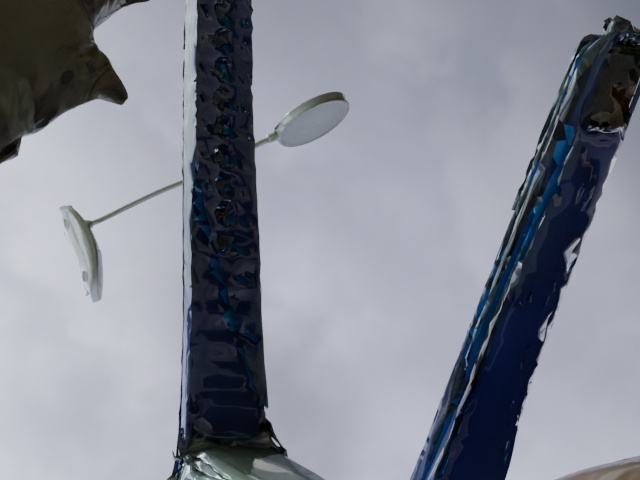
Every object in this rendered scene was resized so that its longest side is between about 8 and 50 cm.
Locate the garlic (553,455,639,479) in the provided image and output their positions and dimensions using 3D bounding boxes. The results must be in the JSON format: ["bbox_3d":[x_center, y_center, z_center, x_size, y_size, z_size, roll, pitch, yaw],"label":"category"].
[{"bbox_3d":[0.166,0.133,0.738,0.112,0.318,0.143,64,177,-27],"label":"garlic"}]

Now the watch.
[{"bbox_3d":[-0.009,0.002,0.760,0.068,0.274,0.276,3,-161,-40],"label":"watch"}]

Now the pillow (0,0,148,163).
[{"bbox_3d":[-0.148,-0.058,0.688,0.241,0.051,0.093,-37,-102,-26],"label":"pillow"}]

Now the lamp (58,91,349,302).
[{"bbox_3d":[-0.062,-0.031,1.065,0.056,0.198,0.050,58,163,18],"label":"lamp"}]
